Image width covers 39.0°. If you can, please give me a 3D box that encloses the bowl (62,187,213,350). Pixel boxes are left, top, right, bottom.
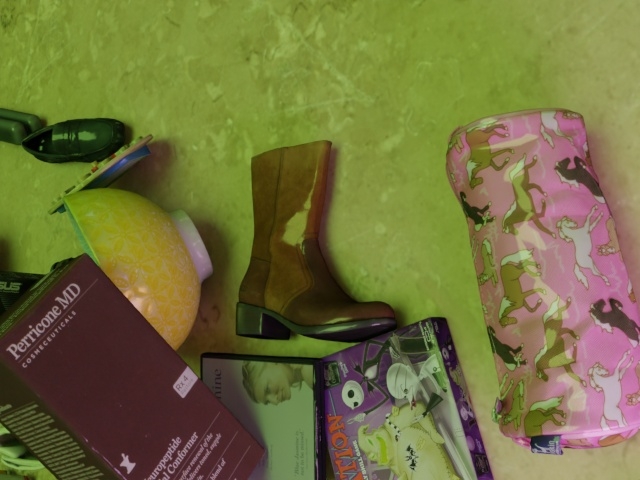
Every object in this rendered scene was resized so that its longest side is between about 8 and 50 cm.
[{"bbox_3d":[-0.256,0.035,1.363,0.156,0.289,0.289,-27,62,-16],"label":"bowl"}]

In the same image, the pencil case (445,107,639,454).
[{"bbox_3d":[0.252,0.041,1.019,0.160,0.167,0.386,141,123,-66],"label":"pencil case"}]

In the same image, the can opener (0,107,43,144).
[{"bbox_3d":[-0.639,-0.217,1.750,0.280,0.074,0.093,9,125,38],"label":"can opener"}]

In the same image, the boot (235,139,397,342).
[{"bbox_3d":[0.000,0.000,1.266,0.264,0.096,0.280,-4,75,43],"label":"boot"}]

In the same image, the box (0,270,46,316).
[{"bbox_3d":[-0.524,0.145,1.542,0.045,0.190,0.184,24,98,37],"label":"box"}]

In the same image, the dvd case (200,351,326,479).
[{"bbox_3d":[-0.088,0.254,1.289,0.253,0.022,0.180,-5,86,45],"label":"dvd case"}]

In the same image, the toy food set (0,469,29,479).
[{"bbox_3d":[-0.528,0.504,1.583,0.111,0.104,0.232,-50,41,36],"label":"toy food set"}]

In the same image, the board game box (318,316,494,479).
[{"bbox_3d":[0.113,0.293,1.158,0.208,0.056,0.347,-27,70,35],"label":"board game box"}]

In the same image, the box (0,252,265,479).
[{"bbox_3d":[-0.266,0.226,1.184,0.143,0.191,0.381,-26,111,42],"label":"box"}]

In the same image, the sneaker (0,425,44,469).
[{"bbox_3d":[-0.488,0.304,1.512,0.292,0.169,0.108,9,92,37],"label":"sneaker"}]

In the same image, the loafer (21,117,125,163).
[{"bbox_3d":[-0.433,-0.173,1.580,0.223,0.078,0.076,-5,82,35],"label":"loafer"}]

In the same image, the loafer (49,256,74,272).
[{"bbox_3d":[-0.360,0.141,1.493,0.084,0.096,0.267,-29,77,19],"label":"loafer"}]

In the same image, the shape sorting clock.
[{"bbox_3d":[-0.355,-0.109,1.455,0.206,0.206,0.040,-34,96,28],"label":"shape sorting clock"}]
